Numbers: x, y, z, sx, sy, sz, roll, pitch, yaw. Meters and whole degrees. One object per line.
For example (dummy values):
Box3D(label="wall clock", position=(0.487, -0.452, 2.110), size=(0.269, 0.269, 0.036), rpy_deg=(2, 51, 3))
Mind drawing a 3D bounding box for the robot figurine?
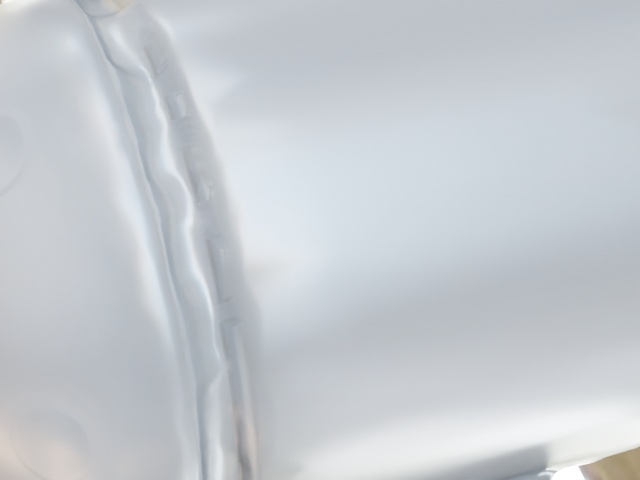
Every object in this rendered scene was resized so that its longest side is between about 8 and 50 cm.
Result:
Box3D(label="robot figurine", position=(0.000, 0.000, 0.511), size=(0.200, 0.353, 0.300), rpy_deg=(124, -48, -67))
